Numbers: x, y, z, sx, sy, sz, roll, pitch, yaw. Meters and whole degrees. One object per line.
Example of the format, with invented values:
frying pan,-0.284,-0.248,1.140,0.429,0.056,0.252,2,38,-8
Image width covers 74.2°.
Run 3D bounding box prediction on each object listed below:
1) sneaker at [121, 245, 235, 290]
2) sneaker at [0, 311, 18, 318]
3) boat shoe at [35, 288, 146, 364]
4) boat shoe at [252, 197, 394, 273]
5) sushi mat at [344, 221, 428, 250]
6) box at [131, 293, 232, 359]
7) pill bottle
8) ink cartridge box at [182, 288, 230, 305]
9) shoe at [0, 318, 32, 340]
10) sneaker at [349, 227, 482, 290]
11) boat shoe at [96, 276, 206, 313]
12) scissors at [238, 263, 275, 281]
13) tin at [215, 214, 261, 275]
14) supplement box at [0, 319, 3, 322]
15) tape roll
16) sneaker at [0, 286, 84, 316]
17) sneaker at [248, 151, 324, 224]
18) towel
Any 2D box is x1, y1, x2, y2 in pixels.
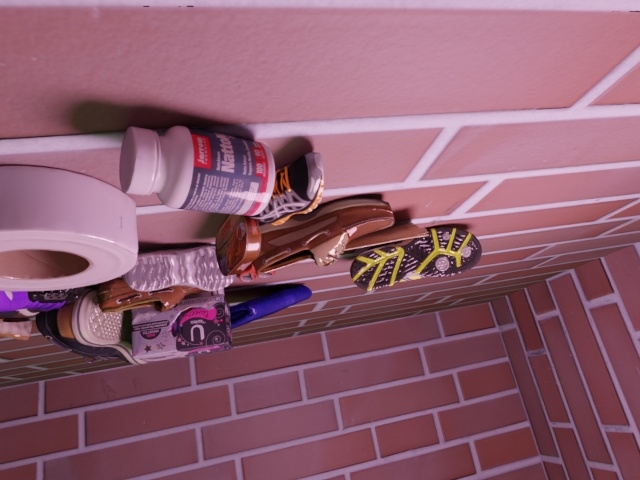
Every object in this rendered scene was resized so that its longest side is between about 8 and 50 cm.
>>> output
sneaker,-0.317,0.053,0.966,0.115,0.105,0.281,12,-176,43
sneaker,-0.808,0.167,0.973,0.221,0.083,0.118,-14,162,5
boat shoe,-0.601,0.250,1.201,0.155,0.187,0.500,-3,160,0
boat shoe,0.000,0.000,0.911,0.323,0.120,0.122,-13,162,4
sushi mat,0.093,-0.002,1.031,0.316,0.019,0.151,-11,-172,-2
box,-0.381,0.251,1.189,0.247,0.142,0.163,-8,161,-9
pill bottle,-0.162,-0.093,0.563,0.180,0.108,0.108,3,157,-37
ink cartridge box,-0.362,0.170,1.281,0.104,0.060,0.180,-16,160,12
shoe,-0.905,0.232,1.163,0.076,0.059,0.219,14,169,28
sneaker,0.270,0.044,1.233,0.384,0.145,0.147,-9,-178,0
boat shoe,-0.403,0.134,1.084,0.307,0.105,0.110,1,157,-34
scissors,-0.179,0.067,1.153,0.108,0.021,0.297,-7,163,-7
tin,-0.168,0.004,0.849,0.040,0.106,0.189,-9,164,-33
supplement box,-0.865,0.189,1.075,0.098,0.036,0.062,3,157,-39
tape roll,-0.442,-0.005,0.668,0.285,0.100,0.286,-10,161,-4
sneaker,-0.570,0.087,0.863,0.146,0.102,0.293,-11,172,-16
sneaker,-0.066,-0.080,0.703,0.083,0.084,0.214,7,155,-33
towel,-0.200,0.220,1.429,0.227,0.076,0.308,-28,170,33
